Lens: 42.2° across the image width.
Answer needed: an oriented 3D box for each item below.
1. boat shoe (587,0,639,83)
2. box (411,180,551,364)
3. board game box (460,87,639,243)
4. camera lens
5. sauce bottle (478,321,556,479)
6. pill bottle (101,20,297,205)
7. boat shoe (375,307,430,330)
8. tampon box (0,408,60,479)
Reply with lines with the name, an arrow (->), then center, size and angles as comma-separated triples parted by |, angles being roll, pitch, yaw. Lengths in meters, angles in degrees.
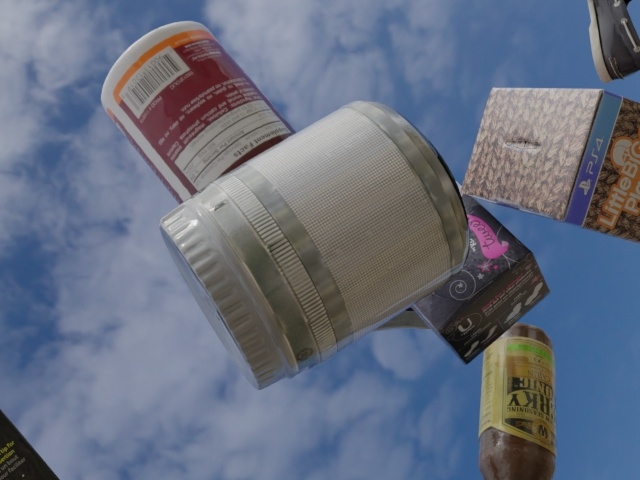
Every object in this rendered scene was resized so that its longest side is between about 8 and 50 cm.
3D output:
boat shoe -> 0.362, -0.296, 1.007 | 0.075, 0.065, 0.206 | 9, -104, -53
box -> 0.165, 0.015, 1.135 | 0.163, 0.247, 0.142 | -42, -34, 2
board game box -> 0.360, -0.074, 0.990 | 0.291, 0.232, 0.141 | 14, -84, -20
camera lens -> 0.000, 0.000, 0.867 | 0.274, 0.219, 0.219 | -31, -57, -13
sauce bottle -> 0.280, 0.277, 1.175 | 0.111, 0.111, 0.344 | 57, -149, -37
pill bottle -> -0.156, -0.145, 1.349 | 0.224, 0.224, 0.392 | -30, -105, -38
boat shoe -> 0.105, 0.126, 1.567 | 0.302, 0.094, 0.109 | 9, -98, -13
tampon box -> -0.227, 0.191, 0.541 | 0.120, 0.101, 0.161 | -40, -92, -27
